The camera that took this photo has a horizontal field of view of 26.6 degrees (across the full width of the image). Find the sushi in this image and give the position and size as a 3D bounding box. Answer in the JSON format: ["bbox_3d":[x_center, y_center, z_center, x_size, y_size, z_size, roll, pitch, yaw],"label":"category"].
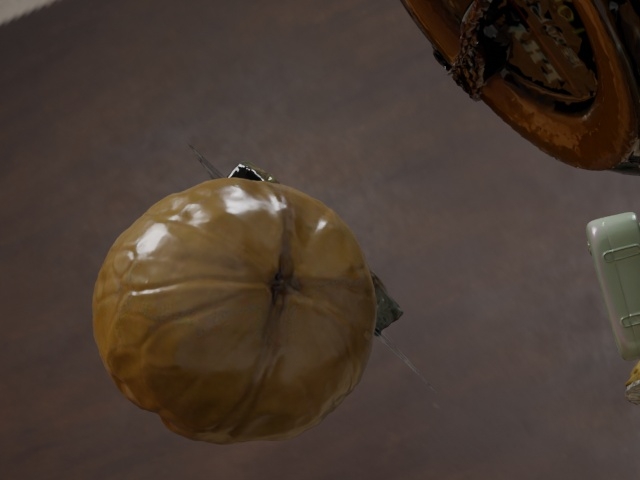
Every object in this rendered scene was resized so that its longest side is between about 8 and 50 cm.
[{"bbox_3d":[0.000,0.000,1.603,0.343,0.359,0.064,43,91,-16],"label":"sushi"}]

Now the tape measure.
[{"bbox_3d":[0.106,-0.126,0.513,0.135,0.223,0.202,-41,99,-12],"label":"tape measure"}]

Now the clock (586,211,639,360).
[{"bbox_3d":[0.335,0.048,1.465,0.062,0.191,0.151,-16,86,12],"label":"clock"}]

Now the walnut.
[{"bbox_3d":[-0.063,0.051,0.954,0.195,0.221,0.195,1,86,-16],"label":"walnut"}]

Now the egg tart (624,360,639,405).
[{"bbox_3d":[0.389,0.144,1.211,0.234,0.234,0.094,-5,70,15],"label":"egg tart"}]
